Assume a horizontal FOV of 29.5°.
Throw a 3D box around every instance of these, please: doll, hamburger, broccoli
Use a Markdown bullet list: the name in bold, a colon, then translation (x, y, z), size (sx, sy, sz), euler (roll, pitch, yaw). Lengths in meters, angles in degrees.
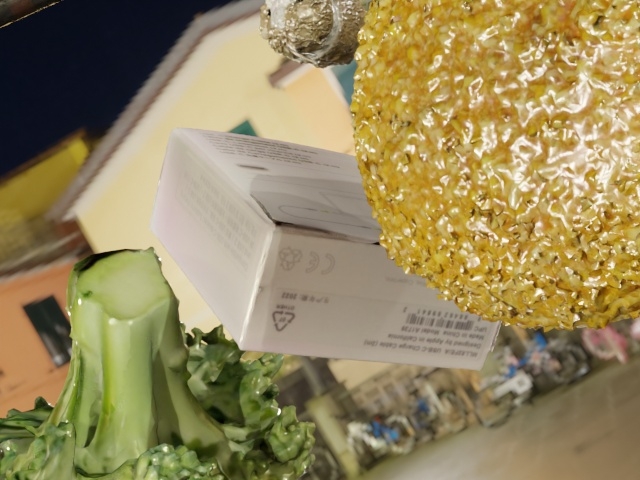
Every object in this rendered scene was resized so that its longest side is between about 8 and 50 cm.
- **doll**: translation (0.004, -0.278, 1.561), size (0.105, 0.114, 0.221), euler (-23, -1, 29)
- **hamburger**: translation (0.146, -0.086, 0.698), size (0.294, 0.275, 0.179), euler (-13, -9, 37)
- **broccoli**: translation (-0.158, 0.184, 1.020), size (0.338, 0.277, 0.317), euler (-53, -29, -25)

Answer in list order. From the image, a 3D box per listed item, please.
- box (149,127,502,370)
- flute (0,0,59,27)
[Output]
- **box**: translation (0.000, 0.000, 0.953), size (0.203, 0.106, 0.252), euler (6, 19, -26)
- **flute**: translation (0.006, -0.123, 0.388), size (0.270, 0.014, 0.014), euler (-26, -7, -4)
